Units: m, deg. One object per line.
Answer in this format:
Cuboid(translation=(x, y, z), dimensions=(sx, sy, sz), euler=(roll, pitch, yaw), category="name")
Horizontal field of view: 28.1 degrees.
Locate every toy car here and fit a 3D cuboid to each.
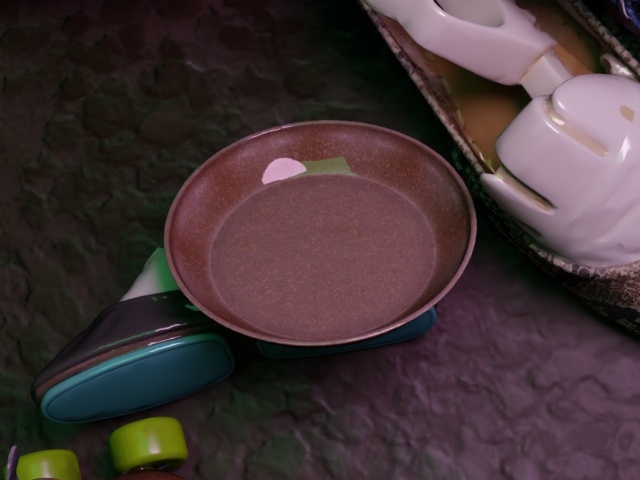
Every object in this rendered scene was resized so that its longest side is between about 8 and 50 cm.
Cuboid(translation=(-0.145, 0.184, 0.771), dimensions=(0.149, 0.188, 0.155), euler=(-17, 69, 2), category="toy car")

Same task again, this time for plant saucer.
Cuboid(translation=(0.000, 0.000, 0.822), dimensions=(0.199, 0.036, 0.198), euler=(-2, 46, 2), category="plant saucer")

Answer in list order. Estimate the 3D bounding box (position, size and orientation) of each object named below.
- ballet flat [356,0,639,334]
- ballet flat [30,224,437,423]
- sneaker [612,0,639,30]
Cuboid(translation=(0.121, -0.113, 0.840), dimensions=(0.164, 0.182, 0.482), euler=(-44, 69, 21), category="ballet flat")
Cuboid(translation=(-0.060, 0.048, 0.867), dimensions=(0.281, 0.095, 0.096), euler=(-13, 59, -7), category="ballet flat")
Cuboid(translation=(0.173, -0.184, 0.771), dimensions=(0.147, 0.129, 0.330), euler=(-19, 66, -14), category="sneaker")
